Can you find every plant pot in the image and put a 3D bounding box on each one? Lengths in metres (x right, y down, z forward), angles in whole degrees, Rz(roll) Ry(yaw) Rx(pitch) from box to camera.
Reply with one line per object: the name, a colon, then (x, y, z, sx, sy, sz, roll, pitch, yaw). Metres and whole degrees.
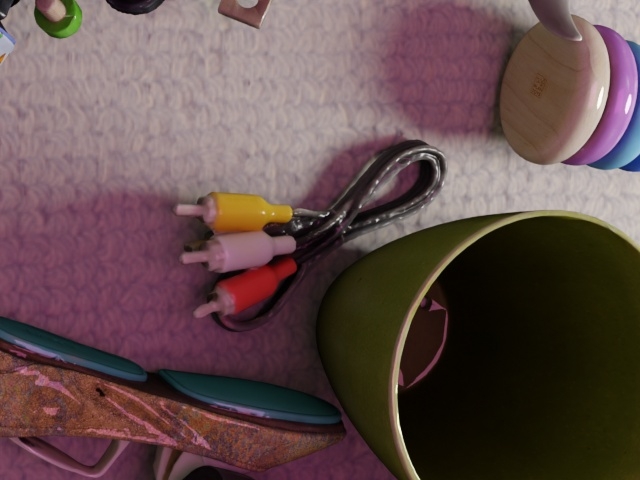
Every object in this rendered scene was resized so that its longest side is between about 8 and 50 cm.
plant pot: (0.116, 0.097, 1.717, 0.275, 0.293, 0.274, -3, 97, -25)

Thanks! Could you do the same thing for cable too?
cable: (0.000, 0.000, 1.775, 0.287, 0.072, 0.139, -15, 108, -23)

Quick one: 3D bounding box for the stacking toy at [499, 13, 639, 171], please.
stacking toy: (0.339, -0.114, 1.890, 0.330, 0.141, 0.141, 11, 92, -29)

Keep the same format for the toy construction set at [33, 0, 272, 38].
toy construction set: (-0.101, -0.314, 1.653, 0.258, 0.237, 0.308, -6, 81, 5)

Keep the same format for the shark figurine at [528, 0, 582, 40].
shark figurine: (0.257, -0.288, 1.796, 0.278, 0.166, 0.116, -21, 143, -17)

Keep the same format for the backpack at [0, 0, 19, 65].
backpack: (-0.355, -0.183, 1.482, 0.276, 0.263, 0.213, 39, 80, -25)

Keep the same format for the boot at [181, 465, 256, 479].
boot: (-0.078, 0.326, 1.773, 0.264, 0.096, 0.280, -50, 134, 10)

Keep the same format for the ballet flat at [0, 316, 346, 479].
ballet flat: (-0.151, 0.156, 1.705, 0.349, 0.123, 0.123, 16, 90, -22)
